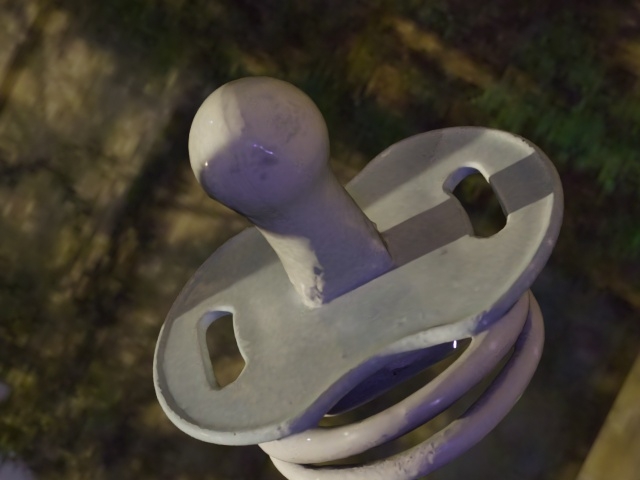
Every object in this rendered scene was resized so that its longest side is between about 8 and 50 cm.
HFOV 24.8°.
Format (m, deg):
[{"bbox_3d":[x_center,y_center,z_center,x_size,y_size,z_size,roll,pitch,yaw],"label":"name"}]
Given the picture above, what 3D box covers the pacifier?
[{"bbox_3d":[0.000,0.000,0.913,0.233,0.299,0.244,55,-173,-30],"label":"pacifier"}]
